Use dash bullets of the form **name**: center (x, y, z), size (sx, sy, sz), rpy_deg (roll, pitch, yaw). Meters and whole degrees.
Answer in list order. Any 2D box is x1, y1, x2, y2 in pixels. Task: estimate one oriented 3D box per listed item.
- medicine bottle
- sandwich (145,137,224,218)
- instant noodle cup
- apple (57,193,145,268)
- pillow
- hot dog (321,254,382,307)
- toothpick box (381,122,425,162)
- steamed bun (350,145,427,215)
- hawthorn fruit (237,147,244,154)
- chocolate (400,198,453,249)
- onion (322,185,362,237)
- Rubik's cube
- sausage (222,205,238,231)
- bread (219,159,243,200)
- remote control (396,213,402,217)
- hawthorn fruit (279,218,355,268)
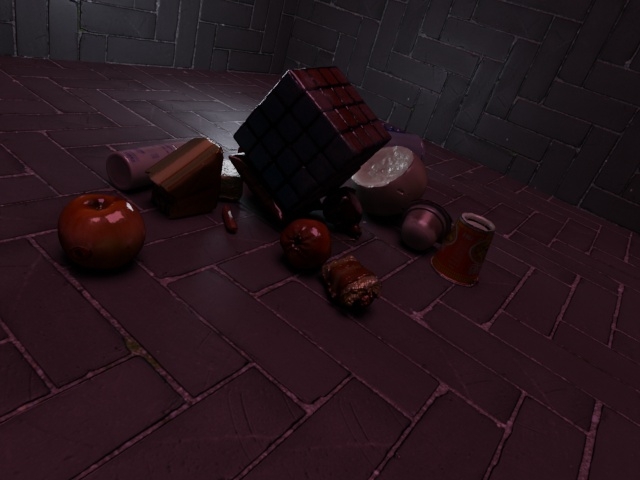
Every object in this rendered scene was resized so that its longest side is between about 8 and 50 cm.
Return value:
- **medicine bottle**: center (-0.570, -0.274, 1.566), size (0.130, 0.130, 0.341), rpy_deg (28, 30, 18)
- **sandwich**: center (-0.439, -0.207, 1.419), size (0.155, 0.228, 0.198), rpy_deg (36, 32, 31)
- **instant noodle cup**: center (0.518, 0.024, 1.571), size (0.193, 0.212, 0.193), rpy_deg (14, 29, -8)
- **apple**: center (-0.541, -0.025, 1.102), size (0.209, 0.164, 0.209), rpy_deg (11, 29, -6)
- **pillow**: center (-0.154, -0.204, 1.626), size (0.308, 0.108, 0.305), rpy_deg (52, 32, 7)
- **hot dog**: center (0.085, 0.124, 1.274), size (0.146, 0.103, 0.213), rpy_deg (-16, 28, -14)
- **toothpick box**: center (0.338, -0.470, 2.306), size (0.354, 0.263, 0.263), rpy_deg (3, 31, -22)
- **steamed bun**: center (0.287, -0.234, 1.843), size (0.324, 0.206, 0.324), rpy_deg (-17, 39, 15)
- **hawthorn fruit**: center (-0.223, -0.377, 1.852), size (0.215, 0.249, 0.215), rpy_deg (37, 24, -20)
- **chocolate**: center (0.383, -0.032, 1.676), size (0.221, 0.221, 0.147), rpy_deg (24, 56, 12)
- **onion**: center (0.083, -0.093, 1.646), size (0.173, 0.135, 0.198), rpy_deg (10, 60, -60)
- **Rubik's cube**: center (-0.021, -0.349, 1.521), size (0.344, 0.337, 0.343), rpy_deg (53, 36, 3)
- **sausage**: center (-0.301, -0.073, 1.464), size (0.030, 0.035, 0.147), rpy_deg (38, 11, -36)
- **bread**: center (-0.368, -0.227, 1.631), size (0.138, 0.102, 0.196), rpy_deg (2, 29, -32)
- **remote control**: center (0.304, -0.166, 1.968), size (0.072, 0.042, 0.222), rpy_deg (-5, 36, -34)
- **hawthorn fruit**: center (0.000, 0.000, 1.395), size (0.165, 0.165, 0.285), rpy_deg (34, 26, 28)
